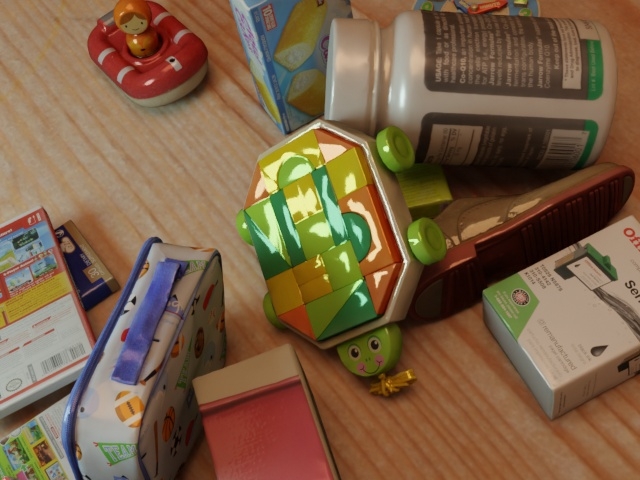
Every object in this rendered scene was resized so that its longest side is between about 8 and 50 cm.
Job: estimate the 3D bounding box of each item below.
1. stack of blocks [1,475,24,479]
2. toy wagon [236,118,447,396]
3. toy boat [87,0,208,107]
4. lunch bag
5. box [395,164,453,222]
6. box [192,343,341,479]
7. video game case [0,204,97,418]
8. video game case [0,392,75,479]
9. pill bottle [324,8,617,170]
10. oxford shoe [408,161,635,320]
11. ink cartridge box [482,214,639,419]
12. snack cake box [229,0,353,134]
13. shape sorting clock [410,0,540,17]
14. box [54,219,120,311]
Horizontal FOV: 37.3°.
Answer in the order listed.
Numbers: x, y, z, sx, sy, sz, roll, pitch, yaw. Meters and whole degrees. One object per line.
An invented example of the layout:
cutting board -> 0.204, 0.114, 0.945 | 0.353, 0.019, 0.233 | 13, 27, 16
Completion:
stack of blocks -> -0.330, 0.417, 0.965 | 0.171, 0.087, 0.297 | 28, 77, 22
toy wagon -> 0.028, 0.027, 1.177 | 0.267, 0.068, 0.345 | -27, 76, 36
toy boat -> -0.284, -0.324, 1.513 | 0.151, 0.151, 0.231 | -38, 58, -14
lunch bag -> -0.196, 0.149, 1.111 | 0.114, 0.243, 0.303 | 10, 51, 8
box -> 0.117, -0.106, 1.354 | 0.108, 0.042, 0.178 | -12, 54, 2
box -> -0.046, 0.263, 1.075 | 0.126, 0.149, 0.232 | -20, 54, -2
video game case -> -0.430, 0.101, 1.291 | 0.204, 0.025, 0.285 | -27, 57, -5
video game case -> -0.323, 0.317, 1.169 | 0.206, 0.026, 0.227 | -34, 58, -12
pill bottle -> 0.190, -0.201, 1.267 | 0.360, 0.204, 0.204 | 3, 56, -3
oxford shoe -> 0.241, -0.031, 1.236 | 0.348, 0.123, 0.130 | -25, 49, -8
ink cartridge box -> 0.331, 0.090, 1.151 | 0.219, 0.093, 0.160 | -27, 56, -7
snack cake box -> -0.031, -0.296, 1.376 | 0.152, 0.264, 0.089 | -29, 57, -9
shape sorting clock -> 0.243, -0.357, 1.500 | 0.206, 0.040, 0.206 | -5, 56, 8
box -> -0.412, 0.082, 1.338 | 0.225, 0.036, 0.136 | -37, 58, -12
